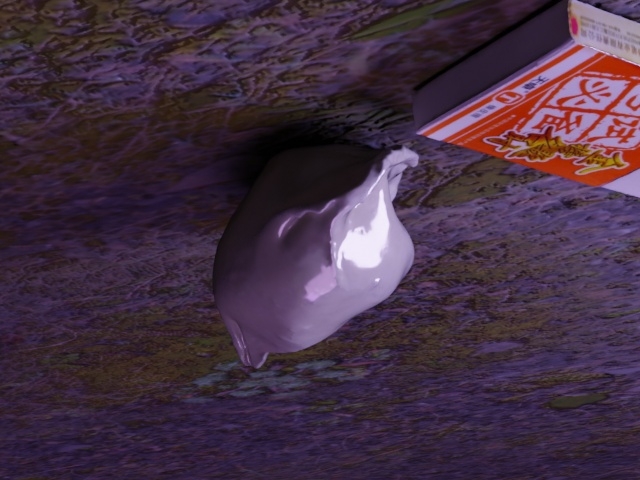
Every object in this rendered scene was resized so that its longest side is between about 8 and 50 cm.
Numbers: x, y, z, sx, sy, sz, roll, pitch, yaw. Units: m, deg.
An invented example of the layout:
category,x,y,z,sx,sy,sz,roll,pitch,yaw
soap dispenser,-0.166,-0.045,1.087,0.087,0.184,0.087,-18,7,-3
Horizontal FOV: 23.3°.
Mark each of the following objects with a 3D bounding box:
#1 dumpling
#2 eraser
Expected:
category,x,y,z,sx,sy,sz,roll,pitch,yaw
dumpling,0.000,0.000,1.150,0.132,0.162,0.250,36,141,0
eraser,0.200,-0.090,1.059,0.230,0.038,0.157,12,154,-33
